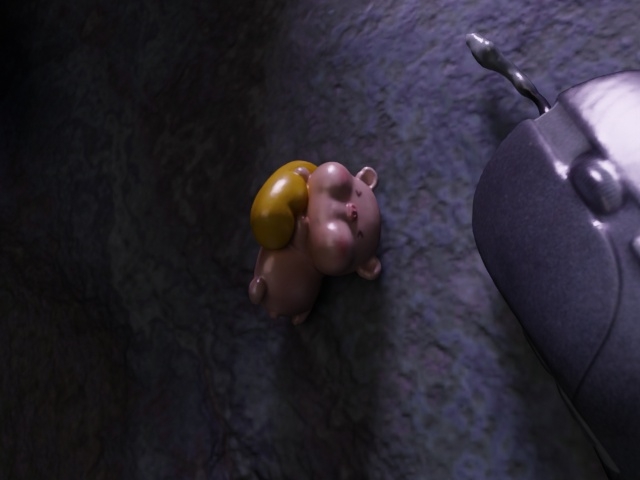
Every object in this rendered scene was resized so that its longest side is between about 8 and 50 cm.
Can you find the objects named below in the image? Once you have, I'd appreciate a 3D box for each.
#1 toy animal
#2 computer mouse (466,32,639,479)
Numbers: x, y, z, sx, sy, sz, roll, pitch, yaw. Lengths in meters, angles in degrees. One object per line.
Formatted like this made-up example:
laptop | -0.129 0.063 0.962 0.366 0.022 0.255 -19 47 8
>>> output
toy animal | 0.000 0.000 0.464 0.082 0.091 0.114 11 83 18
computer mouse | 0.165 0.011 0.362 0.167 0.090 0.379 -38 61 17
